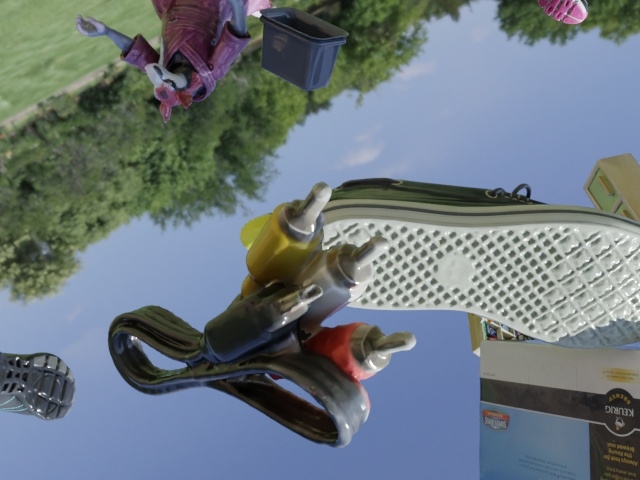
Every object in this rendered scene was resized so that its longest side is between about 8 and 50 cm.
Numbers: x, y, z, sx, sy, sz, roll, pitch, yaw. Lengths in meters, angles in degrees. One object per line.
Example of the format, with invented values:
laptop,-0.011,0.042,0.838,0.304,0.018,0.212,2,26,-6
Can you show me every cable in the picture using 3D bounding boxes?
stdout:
cable,-0.049,0.072,0.511,0.072,0.139,0.287,-27,179,-38

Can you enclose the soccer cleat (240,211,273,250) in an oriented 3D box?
soccer cleat,0.001,-0.001,1.315,0.289,0.093,0.121,9,175,6

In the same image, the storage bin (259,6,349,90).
storage bin,-0.030,-0.296,1.187,0.135,0.091,0.098,34,-143,30

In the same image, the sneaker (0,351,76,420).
sneaker,-0.481,0.210,1.161,0.106,0.267,0.101,-4,-114,24

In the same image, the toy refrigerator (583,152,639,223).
toy refrigerator,0.675,-0.050,1.638,0.094,0.102,0.269,-12,-123,-13

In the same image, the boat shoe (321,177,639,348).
boat shoe,0.217,0.015,0.952,0.501,0.186,0.156,7,-154,-4

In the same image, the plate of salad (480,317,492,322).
plate of salad,0.408,0.101,1.640,0.200,0.048,0.199,-47,162,-21

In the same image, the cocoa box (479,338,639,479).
cocoa box,0.420,0.263,1.100,0.232,0.227,0.347,4,174,-26

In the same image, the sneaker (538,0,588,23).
sneaker,0.379,-0.428,1.254,0.075,0.170,0.063,-40,167,-24

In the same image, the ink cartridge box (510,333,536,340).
ink cartridge box,0.396,0.254,1.424,0.097,0.046,0.207,-29,-155,1

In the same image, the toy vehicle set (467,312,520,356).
toy vehicle set,0.412,0.187,1.779,0.035,0.166,0.266,-44,-154,33

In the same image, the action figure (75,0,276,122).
action figure,-0.222,-0.341,1.264,0.248,0.275,0.370,1,-114,10
